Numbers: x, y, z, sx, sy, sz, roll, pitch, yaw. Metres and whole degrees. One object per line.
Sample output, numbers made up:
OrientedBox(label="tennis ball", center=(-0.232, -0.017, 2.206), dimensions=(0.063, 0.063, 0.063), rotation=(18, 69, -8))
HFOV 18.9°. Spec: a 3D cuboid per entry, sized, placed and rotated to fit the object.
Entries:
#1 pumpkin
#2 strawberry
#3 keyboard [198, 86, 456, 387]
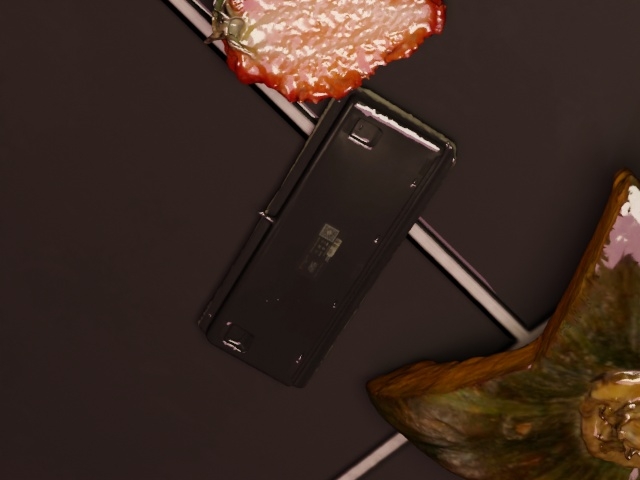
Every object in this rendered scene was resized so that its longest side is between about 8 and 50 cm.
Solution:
OrientedBox(label="pumpkin", center=(0.207, 0.095, 1.237), dimensions=(0.258, 0.095, 0.290), rotation=(29, 132, -15))
OrientedBox(label="strawberry", center=(0.002, -0.138, 1.198), dimensions=(0.152, 0.048, 0.104), rotation=(-3, 111, 3))
OrientedBox(label="keyboard", center=(0.000, 0.000, 1.285), dimensions=(0.093, 0.025, 0.230), rotation=(31, 122, -4))
